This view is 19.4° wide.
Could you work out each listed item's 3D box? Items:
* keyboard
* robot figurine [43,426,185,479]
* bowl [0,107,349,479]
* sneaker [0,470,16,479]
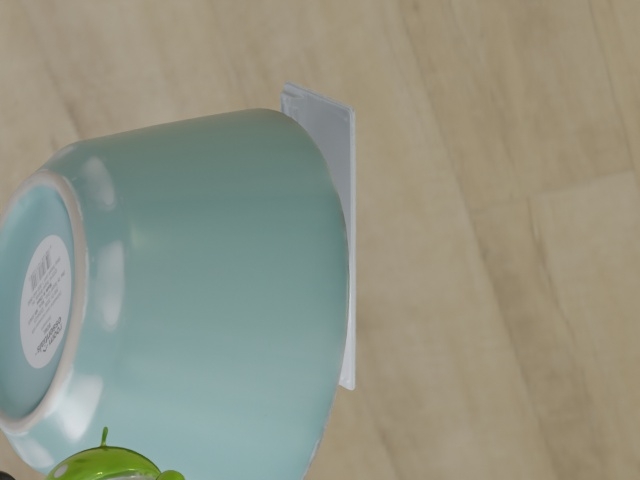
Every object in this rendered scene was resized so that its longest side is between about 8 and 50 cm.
[{"bbox_3d":[0.000,0.000,1.463,0.072,0.014,0.256,21,128,32],"label":"keyboard"},{"bbox_3d":[-0.096,0.148,0.885,0.067,0.115,0.101,6,141,-43],"label":"robot figurine"},{"bbox_3d":[-0.129,0.050,1.282,0.163,0.311,0.312,9,128,-29],"label":"bowl"},{"bbox_3d":[-0.154,0.127,0.769,0.234,0.084,0.097,23,111,8],"label":"sneaker"}]
